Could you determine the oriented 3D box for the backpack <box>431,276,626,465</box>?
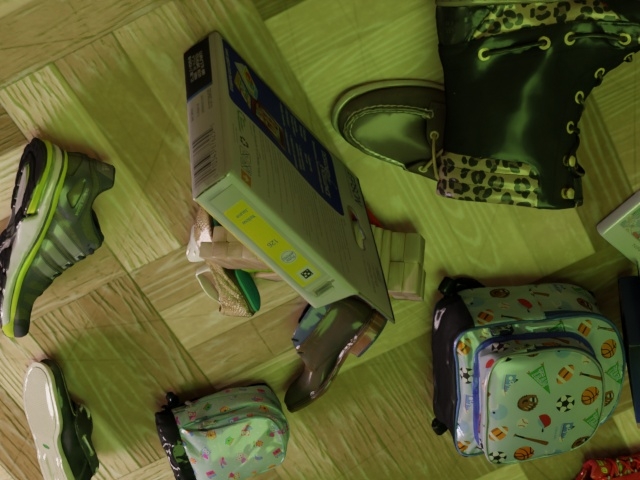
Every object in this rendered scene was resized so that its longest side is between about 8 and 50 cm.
[{"bbox_3d":[0.305,0.183,2.147,0.263,0.213,0.276,-13,126,-16],"label":"backpack"}]

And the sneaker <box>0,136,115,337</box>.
[{"bbox_3d":[-0.347,0.010,1.929,0.121,0.111,0.300,8,126,-23],"label":"sneaker"}]

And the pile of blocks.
[{"bbox_3d":[0.000,0.000,2.003,0.362,0.112,0.149,15,167,-40],"label":"pile of blocks"}]

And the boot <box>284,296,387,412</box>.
[{"bbox_3d":[-0.009,0.151,2.143,0.106,0.082,0.219,38,117,-9],"label":"boot"}]

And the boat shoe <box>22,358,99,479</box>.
[{"bbox_3d":[-0.369,0.260,2.143,0.079,0.084,0.233,-33,130,-36],"label":"boat shoe"}]

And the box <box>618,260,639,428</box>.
[{"bbox_3d":[0.461,0.151,2.177,0.036,0.136,0.225,-7,133,8],"label":"box"}]

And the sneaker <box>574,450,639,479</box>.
[{"bbox_3d":[0.482,0.385,2.395,0.279,0.107,0.118,-37,116,13],"label":"sneaker"}]

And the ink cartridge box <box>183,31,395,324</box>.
[{"bbox_3d":[-0.044,-0.065,1.812,0.072,0.303,0.307,-32,125,16],"label":"ink cartridge box"}]

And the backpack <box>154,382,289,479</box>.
[{"bbox_3d":[-0.135,0.286,2.175,0.182,0.115,0.152,-18,125,-2],"label":"backpack"}]

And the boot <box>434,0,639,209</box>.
[{"bbox_3d":[0.316,-0.184,1.843,0.377,0.138,0.284,2,100,-9],"label":"boot"}]

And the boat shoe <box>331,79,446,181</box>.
[{"bbox_3d":[0.174,-0.124,1.945,0.324,0.097,0.116,11,123,-20],"label":"boat shoe"}]

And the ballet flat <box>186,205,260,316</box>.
[{"bbox_3d":[-0.142,0.029,2.012,0.067,0.073,0.206,-10,126,14],"label":"ballet flat"}]

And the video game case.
[{"bbox_3d":[0.543,-0.034,2.139,0.227,0.026,0.206,-42,124,19],"label":"video game case"}]
